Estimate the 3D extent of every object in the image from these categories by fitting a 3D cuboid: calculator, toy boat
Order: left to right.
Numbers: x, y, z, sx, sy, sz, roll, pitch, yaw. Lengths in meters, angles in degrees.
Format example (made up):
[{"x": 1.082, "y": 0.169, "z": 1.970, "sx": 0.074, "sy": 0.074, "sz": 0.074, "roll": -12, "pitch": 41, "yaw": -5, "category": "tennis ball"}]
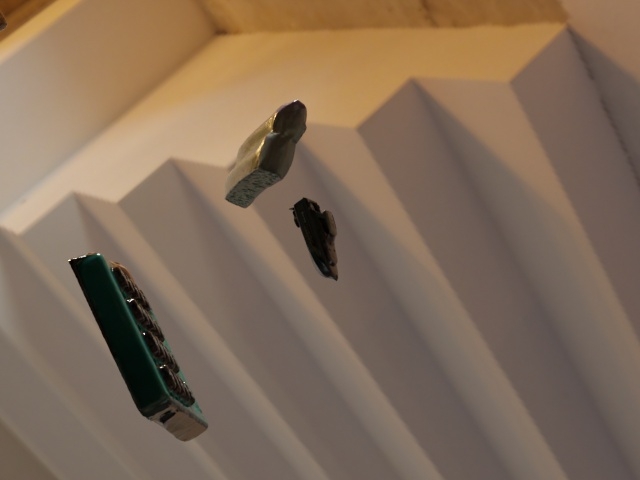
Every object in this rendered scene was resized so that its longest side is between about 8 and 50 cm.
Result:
[{"x": -0.240, "y": 0.141, "z": 1.380, "sx": 0.248, "sy": 0.058, "sz": 0.274, "roll": 60, "pitch": -5, "yaw": 19, "category": "calculator"}, {"x": 0.000, "y": 0.000, "z": 1.624, "sx": 0.055, "sy": 0.060, "sz": 0.141, "roll": 16, "pitch": 53, "yaw": -69, "category": "toy boat"}]

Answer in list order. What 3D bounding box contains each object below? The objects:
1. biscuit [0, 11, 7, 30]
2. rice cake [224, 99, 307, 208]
[{"x": -0.316, "y": -0.170, "z": 0.796, "sx": 0.027, "sy": 0.134, "sz": 0.184, "roll": 64, "pitch": -14, "yaw": 2, "category": "biscuit"}, {"x": -0.063, "y": -0.089, "z": 1.089, "sx": 0.042, "sy": 0.080, "sz": 0.222, "roll": 20, "pitch": -11, "yaw": -12, "category": "rice cake"}]
